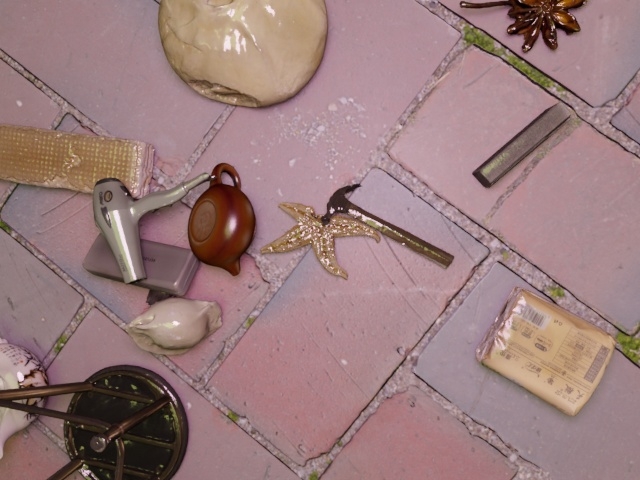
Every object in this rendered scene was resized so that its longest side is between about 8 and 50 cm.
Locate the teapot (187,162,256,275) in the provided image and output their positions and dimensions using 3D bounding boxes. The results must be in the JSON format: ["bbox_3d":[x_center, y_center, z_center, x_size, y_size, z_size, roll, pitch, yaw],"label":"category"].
[{"bbox_3d":[-0.203,-0.048,1.033,0.178,0.135,0.251,-14,69,36],"label":"teapot"}]

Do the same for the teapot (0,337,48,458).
[{"bbox_3d":[-0.754,0.331,1.091,0.209,0.166,0.299,-18,99,19],"label":"teapot"}]

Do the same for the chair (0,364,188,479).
[{"bbox_3d":[-0.485,0.446,0.923,0.365,0.410,0.361,7,91,8],"label":"chair"}]

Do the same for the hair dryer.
[{"bbox_3d":[-0.349,-0.024,0.986,0.268,0.092,0.228,-2,86,10],"label":"hair dryer"}]

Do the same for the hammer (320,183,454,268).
[{"bbox_3d":[0.151,-0.020,1.013,0.297,0.027,0.125,29,74,2],"label":"hammer"}]

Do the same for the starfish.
[{"bbox_3d":[-0.001,0.002,1.035,0.248,0.050,0.138,18,93,8],"label":"starfish"}]

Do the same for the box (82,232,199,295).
[{"bbox_3d":[-0.402,0.050,1.057,0.244,0.055,0.103,11,62,14],"label":"box"}]

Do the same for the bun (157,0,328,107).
[{"bbox_3d":[-0.169,-0.462,0.974,0.365,0.202,0.363,0,89,6],"label":"bun"}]

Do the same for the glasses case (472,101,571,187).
[{"bbox_3d":[0.411,-0.192,0.967,0.205,0.071,0.047,-41,89,6],"label":"glasses case"}]

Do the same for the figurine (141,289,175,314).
[{"bbox_3d":[-0.369,0.147,1.080,0.072,0.054,0.129,26,94,24],"label":"figurine"}]

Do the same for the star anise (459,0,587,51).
[{"bbox_3d":[0.424,-0.489,0.953,0.234,0.073,0.177,30,103,-10],"label":"star anise"}]

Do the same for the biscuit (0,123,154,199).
[{"bbox_3d":[-0.599,-0.184,1.096,0.427,0.078,0.143,8,93,8],"label":"biscuit"}]

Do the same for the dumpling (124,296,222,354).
[{"bbox_3d":[-0.316,0.197,1.037,0.181,0.111,0.154,1,125,4],"label":"dumpling"}]

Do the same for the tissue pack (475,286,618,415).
[{"bbox_3d":[0.456,0.222,0.958,0.222,0.090,0.186,28,92,5],"label":"tissue pack"}]
